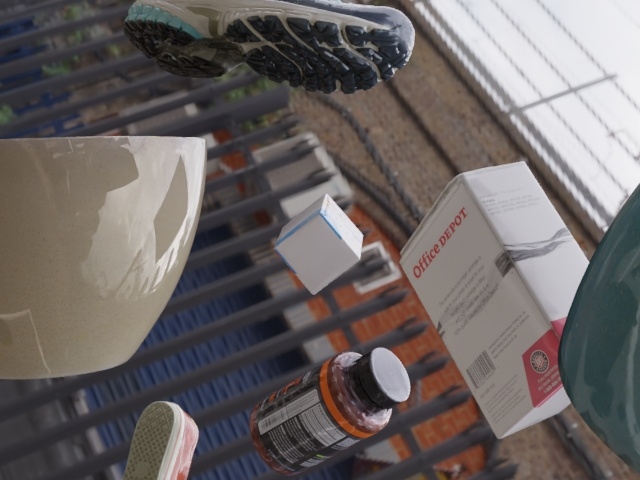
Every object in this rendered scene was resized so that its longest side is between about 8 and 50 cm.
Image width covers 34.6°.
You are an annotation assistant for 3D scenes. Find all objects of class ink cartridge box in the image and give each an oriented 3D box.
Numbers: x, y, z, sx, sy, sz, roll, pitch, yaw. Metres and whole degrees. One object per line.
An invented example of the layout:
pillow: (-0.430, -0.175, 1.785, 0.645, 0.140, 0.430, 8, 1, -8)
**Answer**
ink cartridge box: (0.184, 0.056, 1.001, 0.218, 0.092, 0.158, 61, -33, 22)
ink cartridge box: (0.000, 0.000, 1.519, 0.092, 0.090, 0.143, 50, 14, -10)

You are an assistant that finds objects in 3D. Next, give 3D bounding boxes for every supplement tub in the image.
supplement tub: (0.013, 0.202, 1.242, 0.198, 0.106, 0.106, -34, -106, 30)

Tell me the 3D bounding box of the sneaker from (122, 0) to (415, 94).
sneaker: (-0.043, -0.212, 0.899, 0.283, 0.122, 0.110, 12, -19, 28)

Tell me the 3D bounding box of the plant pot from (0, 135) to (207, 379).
plant pot: (-0.236, 0.013, 0.878, 0.284, 0.284, 0.191, -172, -100, -70)

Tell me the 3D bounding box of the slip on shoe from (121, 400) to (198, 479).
slip on shoe: (-0.286, 0.438, 1.720, 0.123, 0.331, 0.101, 8, -16, 34)

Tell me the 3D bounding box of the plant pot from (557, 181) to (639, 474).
plant pot: (0.292, 0.009, 0.551, 0.290, 0.290, 0.195, 44, -45, 52)
